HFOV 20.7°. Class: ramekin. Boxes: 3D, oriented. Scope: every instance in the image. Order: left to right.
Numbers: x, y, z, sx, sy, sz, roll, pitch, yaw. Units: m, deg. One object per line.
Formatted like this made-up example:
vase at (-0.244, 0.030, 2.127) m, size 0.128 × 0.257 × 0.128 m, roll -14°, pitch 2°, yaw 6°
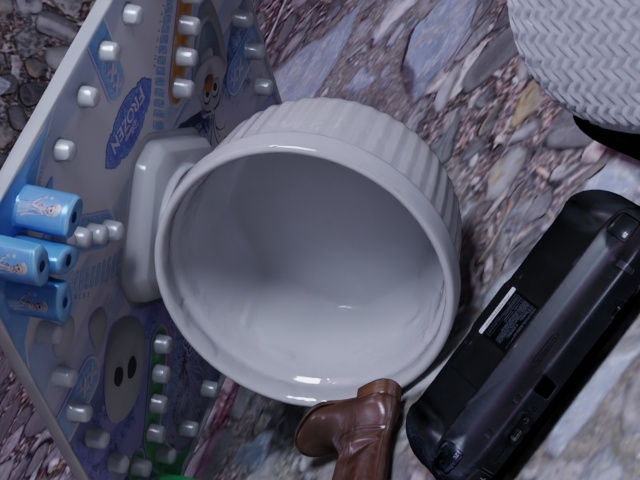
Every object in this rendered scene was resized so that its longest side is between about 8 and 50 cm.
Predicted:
ramekin at (0.000, 0.000, 1.192) m, size 0.207 × 0.207 × 0.109 m, roll -41°, pitch 14°, yaw 33°

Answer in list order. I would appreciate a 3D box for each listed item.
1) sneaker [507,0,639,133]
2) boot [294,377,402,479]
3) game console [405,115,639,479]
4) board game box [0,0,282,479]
sneaker at (0.283, -0.125, 0.789) m, size 0.365 × 0.137 × 0.210 m, roll 9°, pitch 30°, yaw 40°
boot at (0.010, 0.156, 1.154) m, size 0.106 × 0.037 × 0.114 m, roll -40°, pitch 28°, yaw 41°
game console at (0.170, -0.009, 1.042) m, size 0.361 × 0.044 × 0.213 m, roll -53°, pitch 18°, yaw 3°
board game box at (-0.097, -0.015, 1.281) m, size 0.050 × 0.390 × 0.390 m, roll 8°, pitch 54°, yaw 20°
